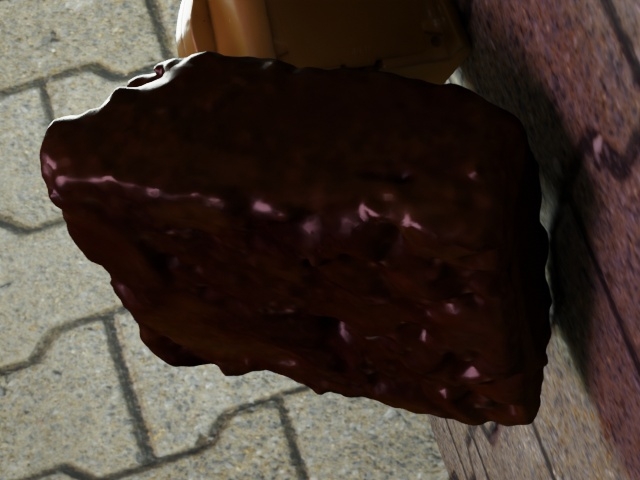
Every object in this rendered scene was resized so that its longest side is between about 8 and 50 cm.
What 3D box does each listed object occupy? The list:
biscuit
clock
[{"bbox_3d":[0.000,0.000,1.184,0.343,0.395,0.166,67,-143,-57],"label":"biscuit"},{"bbox_3d":[-0.020,-0.269,1.293,0.200,0.244,0.317,150,109,-65],"label":"clock"}]
